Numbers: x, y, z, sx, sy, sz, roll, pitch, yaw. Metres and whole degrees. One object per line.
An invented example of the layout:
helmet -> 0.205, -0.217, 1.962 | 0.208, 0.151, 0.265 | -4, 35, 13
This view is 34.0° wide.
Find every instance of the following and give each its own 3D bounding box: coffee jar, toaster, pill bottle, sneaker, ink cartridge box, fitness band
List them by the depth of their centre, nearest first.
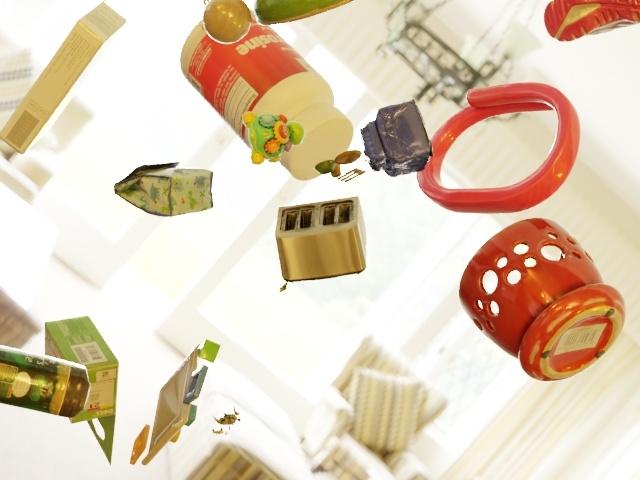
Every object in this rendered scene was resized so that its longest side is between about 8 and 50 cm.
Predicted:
coffee jar -> -0.422, 0.198, 1.492 | 0.184, 0.079, 0.096 | 16, -4, -16
fitness band -> 0.270, -0.139, 1.603 | 0.054, 0.209, 0.291 | 32, -20, -36
sneaker -> 0.521, -0.421, 1.838 | 0.111, 0.252, 0.103 | -39, 117, -68
ink cartridge box -> -0.472, -0.331, 1.995 | 0.066, 0.296, 0.261 | 38, 27, -12
toaster -> 0.000, 0.000, 2.001 | 0.186, 0.168, 0.110 | -84, 164, -61
ink cartridge box -> -0.484, 0.309, 2.104 | 0.097, 0.255, 0.189 | -7, 30, -30
pill bottle -> -0.117, -0.325, 2.328 | 0.408, 0.229, 0.229 | 47, 4, 28

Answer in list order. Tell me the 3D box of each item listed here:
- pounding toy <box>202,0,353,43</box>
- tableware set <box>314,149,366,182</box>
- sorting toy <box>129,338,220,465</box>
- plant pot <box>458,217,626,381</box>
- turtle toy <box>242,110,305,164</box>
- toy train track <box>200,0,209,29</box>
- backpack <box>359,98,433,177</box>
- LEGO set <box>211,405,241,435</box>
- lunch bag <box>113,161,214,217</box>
pounding toy -> -0.029, -0.315, 1.159 | 0.183, 0.236, 0.110 | -107, 176, -68
tableware set -> 0.069, -0.145, 1.742 | 0.104, 0.154, 0.024 | 13, 55, -54
sorting toy -> -0.272, 0.318, 1.998 | 0.047, 0.348, 0.196 | 26, 45, -17
plant pot -> 0.315, 0.092, 1.469 | 0.191, 0.191, 0.174 | 39, 13, -47
turtle toy -> -0.079, -0.186, 1.844 | 0.130, 0.066, 0.095 | -13, 92, -56
toy train track -> -0.185, -0.384, 1.772 | 0.014, 0.048, 0.083 | 52, -14, 57
backpack -> 0.112, -0.148, 1.567 | 0.120, 0.101, 0.098 | 58, 20, -79
LEGO set -> -0.173, 0.338, 1.931 | 0.023, 0.054, 0.083 | -100, -167, -46
lunch bag -> -0.297, -0.100, 1.991 | 0.151, 0.096, 0.129 | 7, 11, 35
